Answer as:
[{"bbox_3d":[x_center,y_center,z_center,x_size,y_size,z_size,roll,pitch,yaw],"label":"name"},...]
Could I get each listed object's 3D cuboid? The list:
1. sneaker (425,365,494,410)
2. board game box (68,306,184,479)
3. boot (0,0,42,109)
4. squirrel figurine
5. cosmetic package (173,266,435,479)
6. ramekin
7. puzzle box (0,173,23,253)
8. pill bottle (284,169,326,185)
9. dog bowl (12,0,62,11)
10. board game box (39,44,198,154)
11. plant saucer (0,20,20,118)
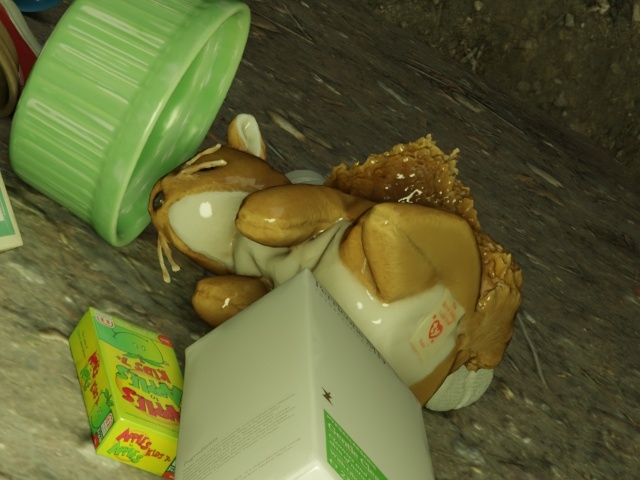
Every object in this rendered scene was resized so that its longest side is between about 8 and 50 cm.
[{"bbox_3d":[0.102,0.130,1.941,0.240,0.091,0.126,15,26,-46],"label":"sneaker"},{"bbox_3d":[-0.169,0.139,1.495,0.092,0.043,0.181,25,19,-29],"label":"board game box"},{"bbox_3d":[-0.437,-0.250,1.973,0.244,0.088,0.176,47,22,25],"label":"boot"},{"bbox_3d":[0.011,0.017,1.791,0.370,0.281,0.397,30,25,37],"label":"squirrel figurine"},{"bbox_3d":[-0.011,0.198,1.375,0.197,0.155,0.365,50,14,-20],"label":"cosmetic package"},{"bbox_3d":[-0.214,-0.159,1.796,0.148,0.303,0.303,29,17,5],"label":"ramekin"},{"bbox_3d":[-0.422,-0.159,1.395,0.272,0.052,0.408,-15,85,-58],"label":"puzzle box"},{"bbox_3d":[0.000,0.000,2.040,0.124,0.124,0.221,26,20,-27],"label":"pill bottle"},{"bbox_3d":[-0.473,-0.439,2.291,0.297,0.166,0.074,24,9,-30],"label":"dog bowl"},{"bbox_3d":[-0.273,-0.172,2.137,0.160,0.039,0.211,13,28,-51],"label":"board game box"},{"bbox_3d":[-0.428,-0.238,1.744,0.278,0.041,0.278,29,-25,15],"label":"plant saucer"}]
